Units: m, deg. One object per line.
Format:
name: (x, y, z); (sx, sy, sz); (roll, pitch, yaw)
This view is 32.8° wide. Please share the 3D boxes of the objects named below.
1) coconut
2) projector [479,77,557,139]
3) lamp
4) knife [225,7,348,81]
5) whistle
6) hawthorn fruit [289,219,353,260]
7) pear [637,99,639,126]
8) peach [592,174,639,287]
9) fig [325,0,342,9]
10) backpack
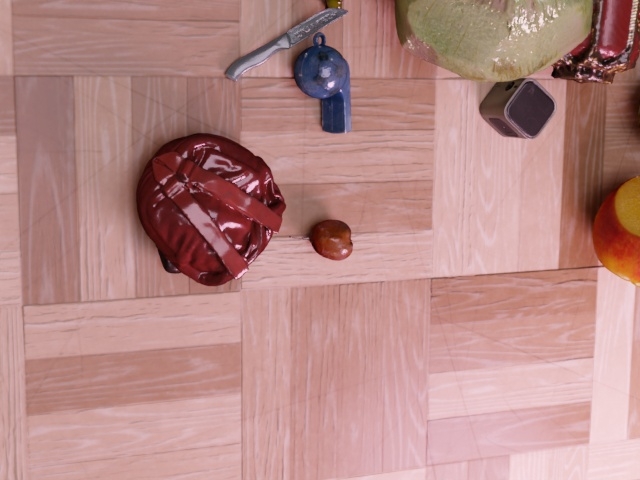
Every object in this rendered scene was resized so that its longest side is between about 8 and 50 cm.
coconut: (0.258, -0.375, 1.637); (0.329, 0.328, 0.281); (3, 77, -22)
projector: (0.326, -0.218, 1.793); (0.083, 0.082, 0.083); (39, 83, -22)
lamp: (0.444, -0.393, 1.770); (0.177, 0.177, 0.273); (3, 96, -22)
knife: (-0.053, -0.303, 1.653); (0.210, 0.015, 0.028); (-32, 80, -4)
whistle: (0.001, -0.239, 1.664); (0.090, 0.090, 0.157); (-6, 102, -20)
hawthorn fruit: (0.000, 0.000, 1.718); (0.103, 0.067, 0.066); (-2, 100, -9)
pear: (0.611, -0.218, 1.895); (0.141, 0.104, 0.141); (2, 77, -10)
peach: (0.567, -0.020, 1.864); (0.190, 0.190, 0.192); (16, 112, -23)
fig: (0.014, -0.487, 1.557); (0.233, 0.233, 0.314); (20, 114, -23)
backpack: (-0.167, -0.052, 1.598); (0.229, 0.139, 0.229); (-5, 102, -22)
